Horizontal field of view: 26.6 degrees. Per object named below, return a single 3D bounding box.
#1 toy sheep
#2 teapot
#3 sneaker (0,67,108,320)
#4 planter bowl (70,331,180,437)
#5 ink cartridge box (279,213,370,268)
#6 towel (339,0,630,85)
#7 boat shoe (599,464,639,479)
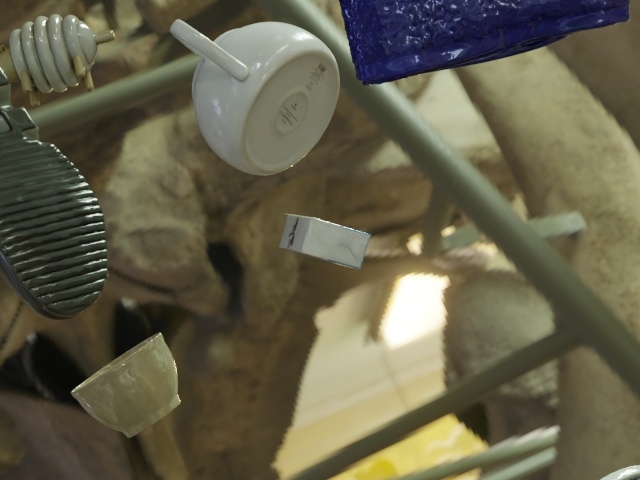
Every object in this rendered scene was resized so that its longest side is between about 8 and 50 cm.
[{"bbox_3d":[-0.280,-0.196,1.430,0.132,0.091,0.091,-14,-18,-3],"label":"toy sheep"},{"bbox_3d":[-0.110,-0.236,2.074,0.252,0.187,0.256,-28,-40,-38],"label":"teapot"},{"bbox_3d":[-0.321,-0.038,1.335,0.122,0.330,0.146,-10,-32,-42],"label":"sneaker"},{"bbox_3d":[-0.280,0.228,2.047,0.162,0.109,0.162,-33,4,2],"label":"planter bowl"},{"bbox_3d":[0.000,0.000,2.217,0.104,0.061,0.181,17,-1,-16],"label":"ink cartridge box"},{"bbox_3d":[0.104,-0.292,1.060,0.227,0.308,0.076,-14,10,-7],"label":"towel"},{"bbox_3d":[0.284,0.226,1.022,0.302,0.114,0.091,-14,22,-37],"label":"boat shoe"}]
